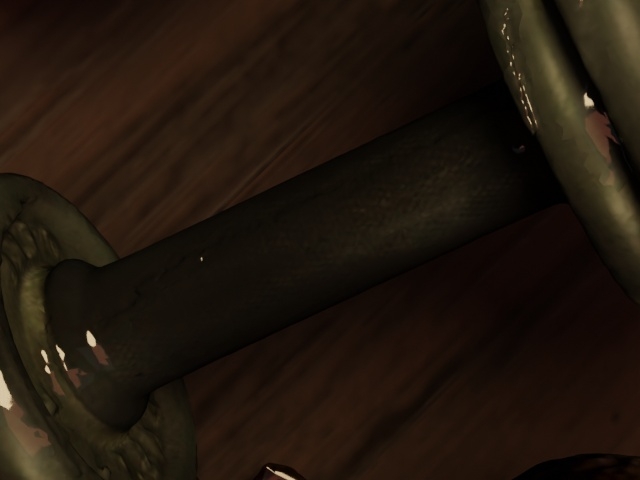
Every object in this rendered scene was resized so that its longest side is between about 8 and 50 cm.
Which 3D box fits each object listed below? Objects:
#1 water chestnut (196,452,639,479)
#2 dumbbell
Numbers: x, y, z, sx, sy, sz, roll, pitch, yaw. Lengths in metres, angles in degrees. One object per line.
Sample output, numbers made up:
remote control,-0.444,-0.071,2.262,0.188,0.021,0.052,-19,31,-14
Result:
water chestnut,0.050,0.206,0.631,0.347,0.335,0.335,36,89,17
dumbbell,0.000,0.000,0.550,0.406,0.179,0.179,-25,112,16
